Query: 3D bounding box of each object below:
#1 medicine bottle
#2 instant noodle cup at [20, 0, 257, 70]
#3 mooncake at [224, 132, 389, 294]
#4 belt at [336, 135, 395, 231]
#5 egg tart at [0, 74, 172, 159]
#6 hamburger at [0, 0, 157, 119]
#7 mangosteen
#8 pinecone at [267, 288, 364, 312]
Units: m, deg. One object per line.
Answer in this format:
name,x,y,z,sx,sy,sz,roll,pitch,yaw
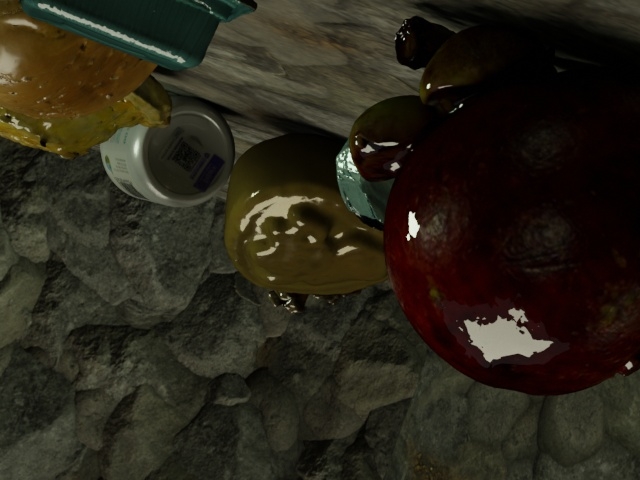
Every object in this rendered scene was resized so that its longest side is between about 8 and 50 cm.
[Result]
medicine bottle,-0.202,-0.115,2.056,0.135,0.135,0.215,21,177,-25
instant noodle cup,-0.146,-0.178,1.210,0.179,0.070,0.157,20,179,-12
mooncake,-0.011,-0.017,1.943,0.234,0.117,0.235,-1,145,-1
belt,0.076,-0.057,1.584,0.140,0.105,0.058,34,170,-35
egg tart,-0.327,-0.179,1.783,0.341,0.132,0.341,22,177,1
hamburger,-0.233,-0.166,1.407,0.124,0.131,0.262,32,-179,17
mangosteen,0.122,-0.031,1.006,0.257,0.215,0.215,48,-175,15
pinecone,0.001,-0.001,2.147,0.179,0.204,0.184,24,-167,-2
